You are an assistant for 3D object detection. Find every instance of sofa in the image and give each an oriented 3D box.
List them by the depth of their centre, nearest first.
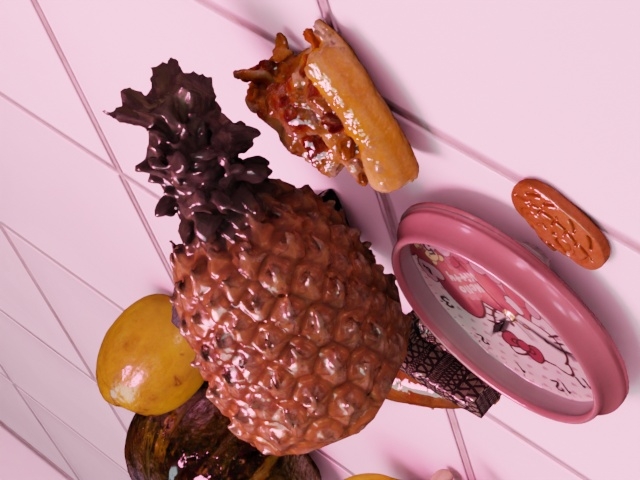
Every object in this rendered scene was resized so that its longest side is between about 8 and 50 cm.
[{"bbox_3d":[0.122,0.114,1.745,0.118,0.060,0.039,30,162,34],"label":"sofa"}]

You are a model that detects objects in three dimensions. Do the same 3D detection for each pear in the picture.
[{"bbox_3d":[-0.219,0.156,2.407,0.149,0.162,0.149,31,167,8],"label":"pear"}]

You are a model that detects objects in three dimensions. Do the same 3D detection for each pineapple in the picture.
[{"bbox_3d":[-0.067,0.009,1.593,0.202,0.202,0.362,14,142,57],"label":"pineapple"}]

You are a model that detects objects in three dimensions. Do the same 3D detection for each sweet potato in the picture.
[{"bbox_3d":[0.051,0.120,1.881,0.108,0.079,0.346,38,169,-25],"label":"sweet potato"}]

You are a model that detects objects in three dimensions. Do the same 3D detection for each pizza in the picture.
[{"bbox_3d":[-0.013,-0.111,1.514,0.194,0.069,0.154,15,147,55],"label":"pizza"}]

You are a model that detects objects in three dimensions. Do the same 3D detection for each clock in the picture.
[{"bbox_3d":[0.160,0.060,1.553,0.244,0.056,0.244,37,160,16],"label":"clock"}]

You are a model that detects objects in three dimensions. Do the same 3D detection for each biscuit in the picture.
[{"bbox_3d":[0.183,-0.010,1.414,0.091,0.015,0.078,40,161,10],"label":"biscuit"}]

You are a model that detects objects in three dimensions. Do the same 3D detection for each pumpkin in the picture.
[{"bbox_3d":[-0.133,0.322,2.530,0.320,0.192,0.320,40,162,16],"label":"pumpkin"}]

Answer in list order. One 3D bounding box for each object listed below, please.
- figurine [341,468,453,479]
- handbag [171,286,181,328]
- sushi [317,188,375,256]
[{"bbox_3d":[0.110,0.351,2.132,0.215,0.187,0.343,34,156,-9],"label":"figurine"},{"bbox_3d":[-0.070,0.113,2.083,0.270,0.089,0.175,45,166,-2],"label":"handbag"},{"bbox_3d":[0.000,0.000,1.754,0.085,0.056,0.083,51,160,-18],"label":"sushi"}]
